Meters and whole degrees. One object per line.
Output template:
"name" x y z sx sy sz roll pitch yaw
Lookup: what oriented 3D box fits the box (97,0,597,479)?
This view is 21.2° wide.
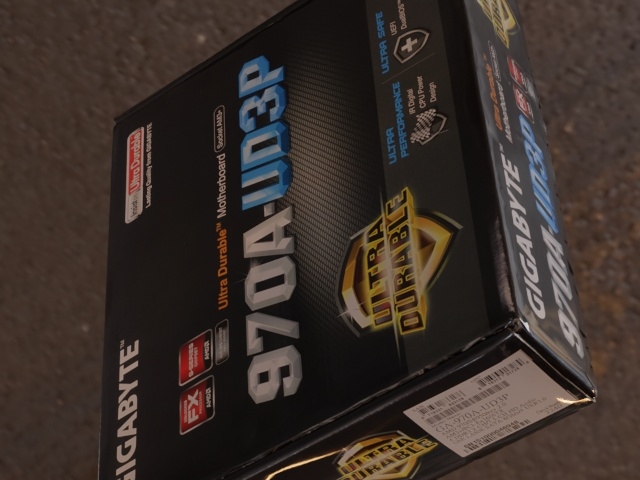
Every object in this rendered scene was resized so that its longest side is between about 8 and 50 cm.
"box" 0.000 0.000 0.625 0.175 0.220 0.051 -30 131 25
